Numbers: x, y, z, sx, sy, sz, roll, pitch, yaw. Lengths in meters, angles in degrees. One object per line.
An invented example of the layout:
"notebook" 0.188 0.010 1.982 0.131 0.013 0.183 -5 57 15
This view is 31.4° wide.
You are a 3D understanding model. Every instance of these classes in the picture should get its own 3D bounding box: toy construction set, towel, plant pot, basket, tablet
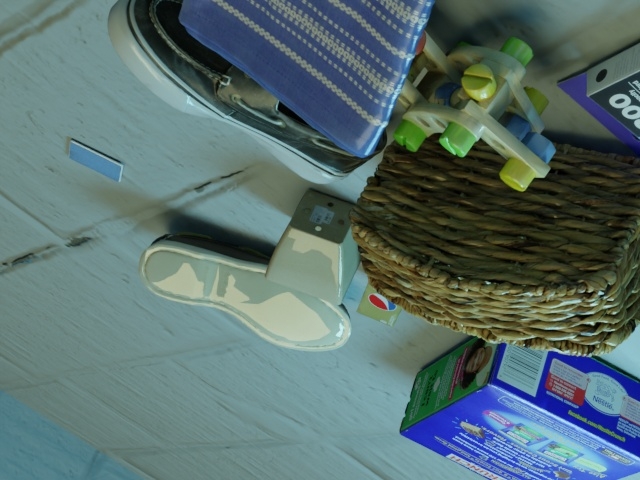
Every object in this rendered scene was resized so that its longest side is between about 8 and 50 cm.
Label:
"toy construction set" 0.081 -0.195 1.035 0.215 0.151 0.328 29 156 50
"towel" -0.005 -0.250 0.930 0.243 0.040 0.336 40 138 20
"plant pot" 0.000 0.000 1.487 0.109 0.109 0.096 20 139 8
"basket" 0.199 0.028 1.236 0.299 0.213 0.223 15 148 25
"tablet" -0.322 -0.114 1.635 0.083 0.006 0.054 26 152 -2

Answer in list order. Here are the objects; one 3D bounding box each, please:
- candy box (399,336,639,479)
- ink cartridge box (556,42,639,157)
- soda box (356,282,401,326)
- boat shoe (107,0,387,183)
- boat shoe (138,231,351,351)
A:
"candy box" 0.301 0.259 1.669 0.268 0.122 0.317 28 151 -8
"ink cartridge box" 0.358 -0.110 1.079 0.206 0.045 0.208 35 151 -20
"soda box" 0.098 0.046 1.525 0.058 0.061 0.181 23 152 4
"boat shoe" -0.066 -0.181 1.233 0.335 0.121 0.119 28 146 -30
"boat shoe" -0.103 0.068 1.683 0.324 0.097 0.117 18 111 5
